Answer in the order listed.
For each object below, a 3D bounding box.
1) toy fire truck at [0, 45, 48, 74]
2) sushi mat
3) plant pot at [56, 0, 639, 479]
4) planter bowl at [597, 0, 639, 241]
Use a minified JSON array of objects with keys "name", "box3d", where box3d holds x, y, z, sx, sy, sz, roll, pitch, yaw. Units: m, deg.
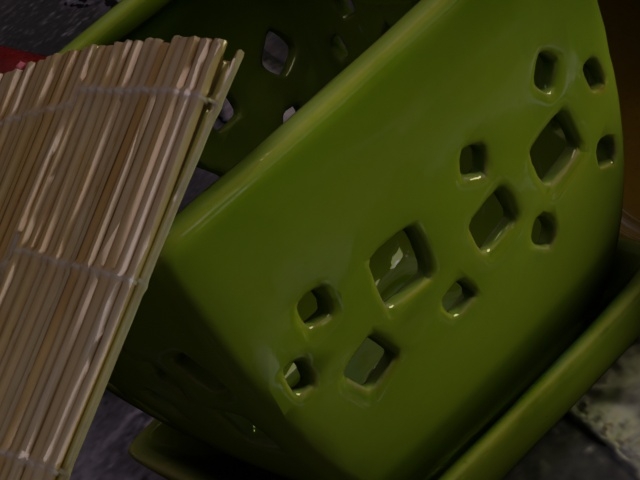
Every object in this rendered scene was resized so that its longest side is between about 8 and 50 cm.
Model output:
[{"name":"toy fire truck","box3d":[-0.225,0.013,1.055,0.254,0.169,0.302,13,65,29]},{"name":"sushi mat","box3d":[-0.128,0.073,0.650,0.151,0.019,0.316,-1,64,51]},{"name":"plant pot","box3d":[0.000,0.000,0.808,0.228,0.207,0.227,-42,29,-22]},{"name":"planter bowl","box3d":[0.164,-0.081,0.858,0.090,0.217,0.217,-5,11,-33]}]
